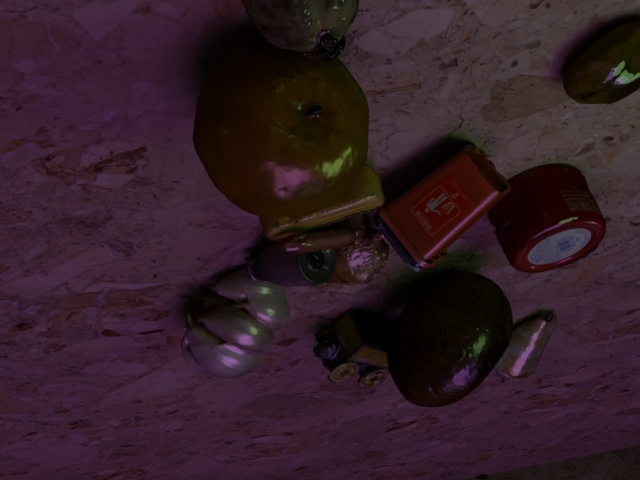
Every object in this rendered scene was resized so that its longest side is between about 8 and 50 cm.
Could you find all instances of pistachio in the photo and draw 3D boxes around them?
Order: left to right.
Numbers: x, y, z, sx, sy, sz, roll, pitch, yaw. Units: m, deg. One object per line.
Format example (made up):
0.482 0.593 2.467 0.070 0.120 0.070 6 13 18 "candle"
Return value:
0.510 -0.306 1.575 0.189 0.100 0.110 -33 149 28 "pistachio"

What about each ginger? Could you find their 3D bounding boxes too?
0.060 0.020 1.884 0.216 0.102 0.157 -28 117 30 "ginger"

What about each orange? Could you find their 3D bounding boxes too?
-0.062 -0.170 1.385 0.279 0.278 0.235 1 171 -25 "orange"

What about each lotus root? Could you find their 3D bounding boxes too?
-0.026 -0.374 1.191 0.173 0.173 0.309 -15 149 -1 "lotus root"

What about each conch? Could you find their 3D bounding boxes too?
0.577 0.313 2.540 0.158 0.127 0.255 4 143 -27 "conch"

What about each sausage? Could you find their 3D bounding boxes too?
0.000 0.000 1.742 0.186 0.043 0.043 -8 151 -41 "sausage"

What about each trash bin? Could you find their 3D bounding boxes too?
0.246 -0.069 1.770 0.239 0.161 0.184 -41 171 22 "trash bin"

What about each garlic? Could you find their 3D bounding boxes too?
-0.197 0.194 1.965 0.203 0.184 0.281 23 131 -37 "garlic"

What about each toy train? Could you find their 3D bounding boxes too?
0.109 0.273 2.276 0.261 0.134 0.177 17 127 -42 "toy train"

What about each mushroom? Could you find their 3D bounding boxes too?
0.316 0.268 2.134 0.331 0.334 0.356 -38 114 -25 "mushroom"

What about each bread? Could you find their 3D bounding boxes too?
0.000 -0.075 1.724 0.246 0.094 0.102 -18 157 5 "bread"

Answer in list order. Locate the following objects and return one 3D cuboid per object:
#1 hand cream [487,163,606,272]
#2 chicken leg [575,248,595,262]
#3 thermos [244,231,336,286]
0.486 -0.043 1.933 0.230 0.149 0.230 -14 148 -9 "hand cream"
0.644 0.012 2.197 0.062 0.037 0.145 20 137 -25 "chicken leg"
-0.059 0.052 1.843 0.137 0.105 0.193 25 156 -37 "thermos"
